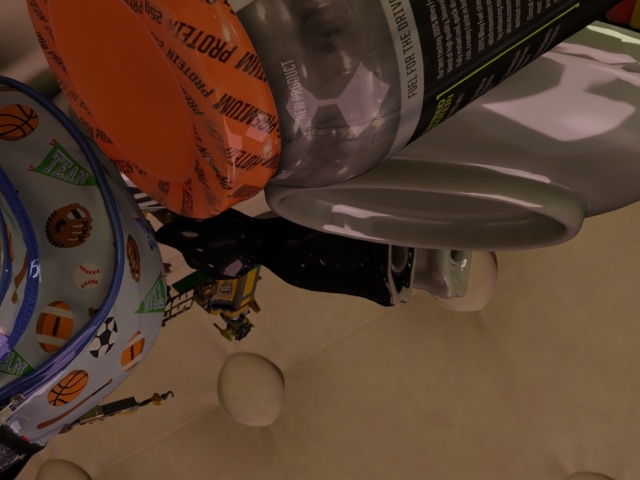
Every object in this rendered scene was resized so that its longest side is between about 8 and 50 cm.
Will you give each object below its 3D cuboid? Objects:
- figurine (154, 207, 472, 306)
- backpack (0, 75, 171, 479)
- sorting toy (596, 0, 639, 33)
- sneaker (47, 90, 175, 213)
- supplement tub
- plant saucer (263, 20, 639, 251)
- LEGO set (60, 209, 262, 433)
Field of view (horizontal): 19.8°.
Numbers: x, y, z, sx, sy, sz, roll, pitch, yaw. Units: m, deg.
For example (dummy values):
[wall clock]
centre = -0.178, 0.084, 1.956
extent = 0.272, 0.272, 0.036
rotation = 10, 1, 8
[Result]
[figurine]
centre = 0.000, 0.000, 1.530
extent = 0.209, 0.092, 0.215
rotation = 3, -178, 24
[backpack]
centre = -0.241, 0.023, 1.165
extent = 0.263, 0.276, 0.213
rotation = -32, 164, -4
[sorting toy]
centre = 0.222, -0.226, 1.291
extent = 0.089, 0.255, 0.257
rotation = 11, 164, -14
[sneaker]
centre = -0.109, -0.090, 1.438
extent = 0.146, 0.122, 0.330
rotation = -30, 177, 41
[supplement tub]
centre = 0.030, -0.152, 0.866
extent = 0.316, 0.193, 0.193
rotation = -35, 179, -26
[plant saucer]
centre = 0.073, -0.061, 1.237
extent = 0.400, 0.100, 0.400
rotation = 5, 169, 1
[LEGO set]
centre = -0.224, 0.074, 1.773
extent = 0.331, 0.255, 0.192
rotation = -40, 157, -38
